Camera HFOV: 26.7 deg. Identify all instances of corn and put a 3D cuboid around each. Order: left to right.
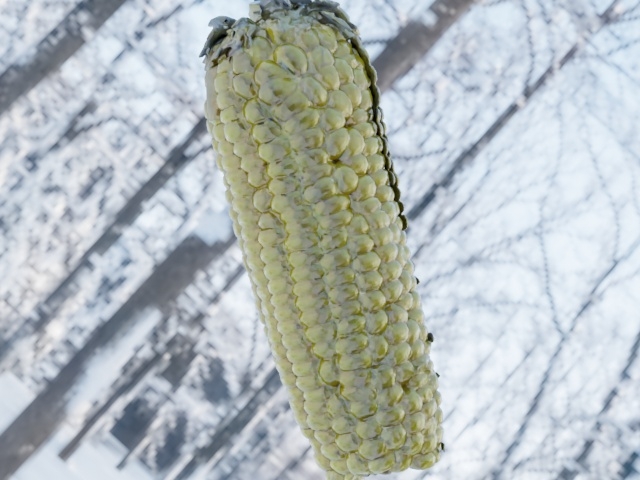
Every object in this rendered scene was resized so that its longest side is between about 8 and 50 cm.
[{"bbox_3d":[0.000,0.000,0.836,0.115,0.115,0.318,174,-98,-76],"label":"corn"}]
